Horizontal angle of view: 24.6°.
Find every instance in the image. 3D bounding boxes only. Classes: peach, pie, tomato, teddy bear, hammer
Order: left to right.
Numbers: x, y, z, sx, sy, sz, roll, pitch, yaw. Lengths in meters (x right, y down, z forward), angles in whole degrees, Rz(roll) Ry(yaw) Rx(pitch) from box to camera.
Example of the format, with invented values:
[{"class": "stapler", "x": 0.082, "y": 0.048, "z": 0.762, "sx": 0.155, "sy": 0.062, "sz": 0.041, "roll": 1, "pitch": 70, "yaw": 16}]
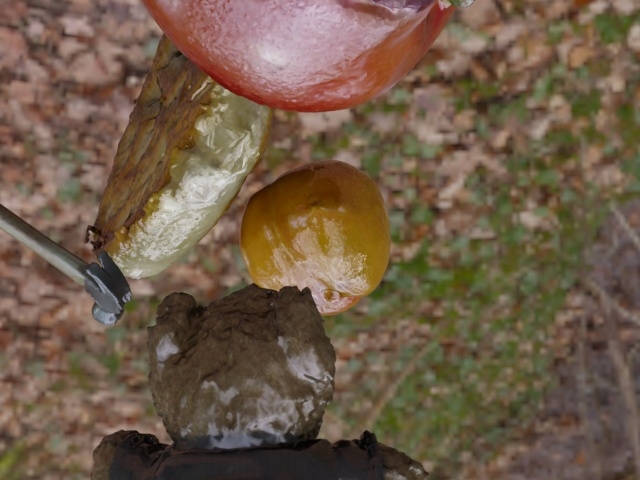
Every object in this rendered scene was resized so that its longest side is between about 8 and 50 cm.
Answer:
[{"class": "hammer", "x": -0.181, "y": -0.017, "z": 0.813, "sx": 0.182, "sy": 0.017, "sz": 0.062, "roll": 35, "pitch": 155, "yaw": -2}, {"class": "pie", "x": -0.122, "y": -0.110, "z": 1.370, "sx": 0.092, "sy": 0.315, "sz": 0.315, "roll": 21, "pitch": 148, "yaw": -20}, {"class": "teddy bear", "x": -0.033, "y": 0.149, "z": 0.761, "sx": 0.182, "sy": 0.251, "sz": 0.129, "roll": -4, "pitch": -172, "yaw": 2}, {"class": "tomato", "x": -0.029, "y": -0.221, "z": 1.127, "sx": 0.290, "sy": 0.335, "sz": 0.176, "roll": 38, "pitch": 126, "yaw": 6}, {"class": "peach", "x": 0.000, "y": 0.000, "z": 1.319, "sx": 0.138, "sy": 0.138, "sz": 0.138, "roll": 1, "pitch": 153, "yaw": 0}]
